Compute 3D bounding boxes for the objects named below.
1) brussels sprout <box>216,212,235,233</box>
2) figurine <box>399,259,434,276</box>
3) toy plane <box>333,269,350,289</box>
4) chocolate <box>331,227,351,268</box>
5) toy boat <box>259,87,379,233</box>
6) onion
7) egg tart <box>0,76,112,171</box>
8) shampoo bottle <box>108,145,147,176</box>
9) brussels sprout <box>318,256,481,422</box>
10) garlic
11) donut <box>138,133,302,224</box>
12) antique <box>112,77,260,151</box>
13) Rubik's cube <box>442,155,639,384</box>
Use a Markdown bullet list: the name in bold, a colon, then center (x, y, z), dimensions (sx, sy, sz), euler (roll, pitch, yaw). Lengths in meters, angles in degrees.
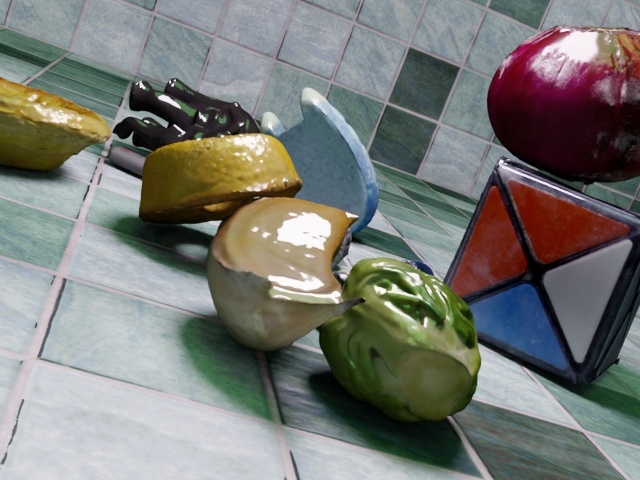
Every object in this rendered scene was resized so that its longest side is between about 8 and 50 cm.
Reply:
- **brussels sprout**: center (-0.090, 0.007, 1.315), dimensions (0.155, 0.118, 0.155), euler (24, -6, 3)
- **figurine**: center (0.141, 0.079, 1.563), dimensions (0.136, 0.079, 0.077), euler (-24, 66, -44)
- **toy plane**: center (0.071, 0.100, 1.258), dimensions (0.242, 0.104, 0.256), euler (0, 13, -23)
- **chocolate**: center (0.000, 0.000, 1.546), dimensions (0.110, 0.110, 0.248), euler (24, 9, 10)
- **toy boat**: center (0.013, -0.169, 1.897), dimensions (0.330, 0.215, 0.123), euler (56, 33, -9)
- **onion**: center (0.444, -0.244, 1.526), dimensions (0.260, 0.282, 0.336), euler (-7, 33, -32)
- **egg tart**: center (-0.516, -0.198, 1.463), dimensions (0.319, 0.128, 0.319), euler (21, 9, -4)
- **shampoo bottle**: center (-0.338, -0.142, 1.729), dimensions (0.165, 0.040, 0.080), euler (23, 7, 14)
- **brussels sprout**: center (0.104, 0.121, 1.048), dimensions (0.223, 0.161, 0.223), euler (33, 26, -19)
- **garlic**: center (-0.048, 0.037, 1.032), dimensions (0.151, 0.196, 0.338), euler (61, 9, -14)
- **donut**: center (-0.160, -0.096, 1.370), dimensions (0.277, 0.108, 0.277), euler (-9, -3, 0)
- **antique**: center (-0.257, -0.226, 1.845), dimensions (0.255, 0.185, 0.322), euler (31, 21, 15)
- **Rubik's cube**: center (0.421, 0.048, 1.564), dimensions (0.305, 0.307, 0.310), euler (25, 10, 26)
